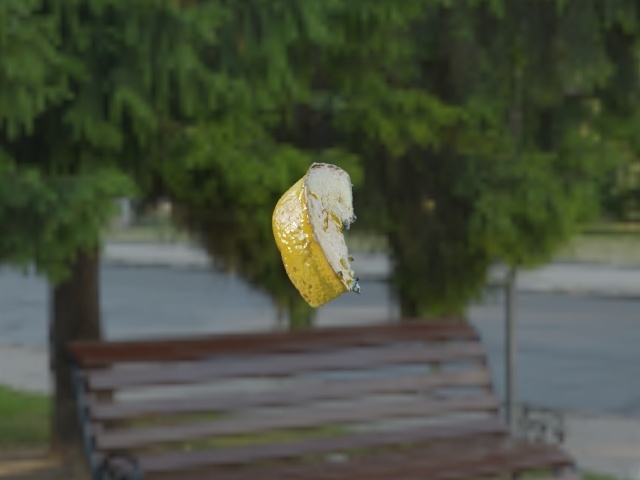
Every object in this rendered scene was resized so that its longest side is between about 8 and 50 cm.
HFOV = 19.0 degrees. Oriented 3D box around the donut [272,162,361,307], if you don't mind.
[{"bbox_3d":[0.000,0.000,1.048,0.038,0.083,0.067,-29,-18,22],"label":"donut"}]
